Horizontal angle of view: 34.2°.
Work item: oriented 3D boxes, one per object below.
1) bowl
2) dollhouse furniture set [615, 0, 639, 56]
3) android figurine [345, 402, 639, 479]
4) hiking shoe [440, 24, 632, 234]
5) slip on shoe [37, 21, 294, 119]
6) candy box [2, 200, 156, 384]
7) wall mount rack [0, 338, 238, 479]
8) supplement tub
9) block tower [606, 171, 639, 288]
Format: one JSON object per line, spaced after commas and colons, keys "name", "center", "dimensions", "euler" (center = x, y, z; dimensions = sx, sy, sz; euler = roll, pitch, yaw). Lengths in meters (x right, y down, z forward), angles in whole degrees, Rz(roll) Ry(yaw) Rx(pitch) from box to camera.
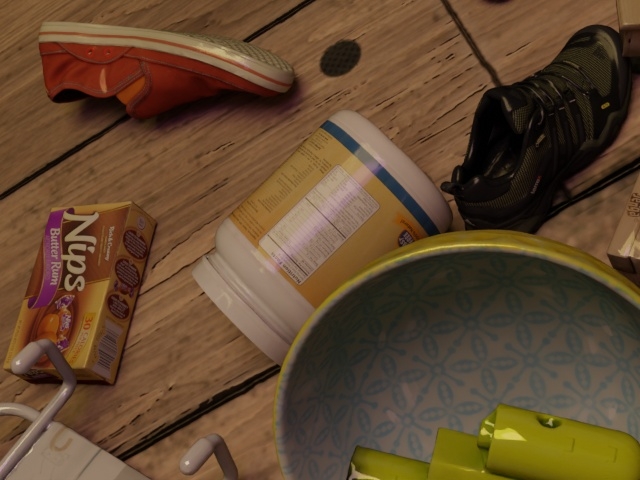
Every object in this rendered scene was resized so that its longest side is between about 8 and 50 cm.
{"name": "bowl", "center": [0.125, 0.110, 0.749], "dimensions": [0.290, 0.289, 0.156], "euler": [-16, 16, 20]}
{"name": "dollhouse furniture set", "center": [0.328, -0.261, 0.883], "dimensions": [0.161, 0.101, 0.181], "euler": [-2, 61, 8]}
{"name": "android figurine", "center": [0.143, 0.221, 0.674], "dimensions": [0.273, 0.248, 0.056], "euler": [14, 24, 10]}
{"name": "hiking shoe", "center": [0.189, -0.104, 0.886], "dimensions": [0.086, 0.114, 0.226], "euler": [26, 77, 36]}
{"name": "slip on shoe", "center": [-0.175, -0.182, 1.147], "dimensions": [0.331, 0.123, 0.101], "euler": [9, 100, 27]}
{"name": "candy box", "center": [-0.245, 0.053, 1.072], "dimensions": [0.109, 0.053, 0.186], "euler": [-3, 63, 27]}
{"name": "wall mount rack", "center": [-0.243, 0.251, 0.860], "dimensions": [0.350, 0.130, 0.304], "euler": [24, 61, 26]}
{"name": "supplement tub", "center": [0.000, 0.000, 0.911], "dimensions": [0.200, 0.144, 0.144], "euler": [-45, 52, 0]}
{"name": "block tower", "center": [0.383, 0.025, 0.722], "dimensions": [0.336, 0.091, 0.097], "euler": [16, 72, 34]}
